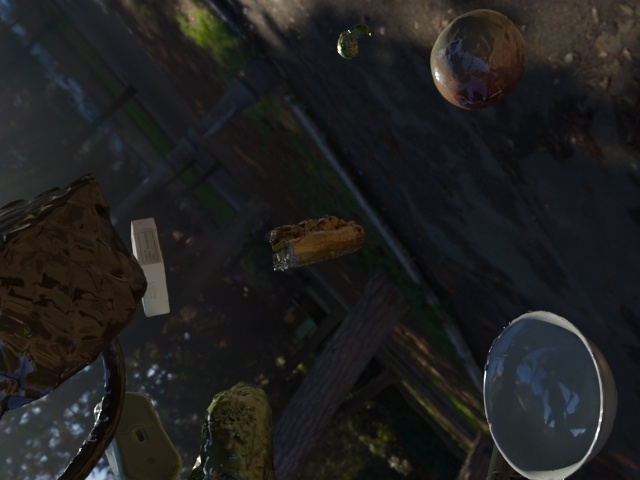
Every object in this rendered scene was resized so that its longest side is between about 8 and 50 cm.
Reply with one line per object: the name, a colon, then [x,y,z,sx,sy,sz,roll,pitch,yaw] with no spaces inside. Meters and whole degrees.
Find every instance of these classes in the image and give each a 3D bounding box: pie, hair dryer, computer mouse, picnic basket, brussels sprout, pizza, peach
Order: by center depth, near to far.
peach: [0.134,-0.150,0.560,0.083,0.083,0.083,44,174,6]
picnic basket: [-0.325,0.136,0.716,0.337,0.337,0.293,46,-150,-13]
pie: [-0.121,0.420,0.836,0.180,0.418,0.395,10,137,-12]
pizza: [-0.002,-0.002,0.867,0.246,0.127,0.058,-14,-90,-67]
computer mouse: [-0.264,0.284,0.937,0.089,0.056,0.182,-4,-136,-40]
hair dryer: [0.348,0.362,1.004,0.050,0.194,0.173,68,-153,-17]
brussels sprout: [0.067,-0.409,1.344,0.051,0.083,0.046,28,-137,-18]

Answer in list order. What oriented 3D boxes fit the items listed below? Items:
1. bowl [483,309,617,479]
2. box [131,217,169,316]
bowl: [0.279,0.177,0.762,0.085,0.189,0.189,8,-170,-25]
box: [-0.253,0.036,0.978,0.154,0.040,0.084,-124,27,-59]
